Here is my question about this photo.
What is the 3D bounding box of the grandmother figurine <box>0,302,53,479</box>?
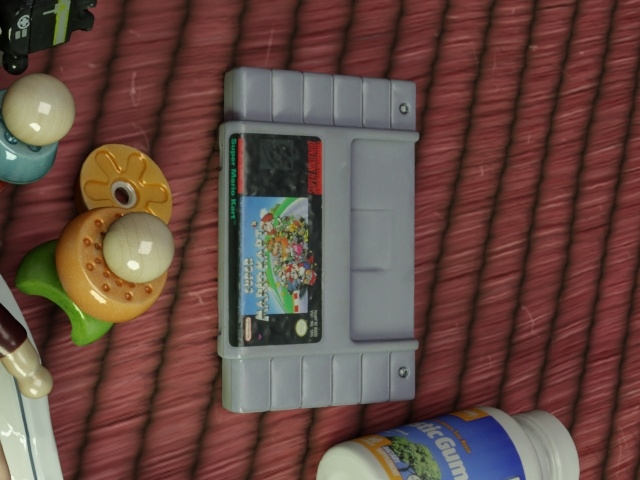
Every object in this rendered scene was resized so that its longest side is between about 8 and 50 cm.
[{"bbox_3d":[-0.301,0.103,0.882,0.208,0.104,0.342,-9,92,-57],"label":"grandmother figurine"}]

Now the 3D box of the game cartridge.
[{"bbox_3d":[0.000,0.000,1.255,0.230,0.068,0.355,0,90,-35],"label":"game cartridge"}]

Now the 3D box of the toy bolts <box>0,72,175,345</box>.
[{"bbox_3d":[-0.205,-0.059,1.039,0.228,0.158,0.218,44,46,-16],"label":"toy bolts"}]

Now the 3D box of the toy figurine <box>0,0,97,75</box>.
[{"bbox_3d":[-0.312,-0.230,0.978,0.148,0.209,0.213,-28,105,-39],"label":"toy figurine"}]

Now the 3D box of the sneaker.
[{"bbox_3d":[-0.297,0.147,1.056,0.091,0.094,0.258,-16,97,-29],"label":"sneaker"}]

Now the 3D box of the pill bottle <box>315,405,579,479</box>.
[{"bbox_3d":[0.145,0.265,1.285,0.272,0.152,0.152,-10,95,-31],"label":"pill bottle"}]
